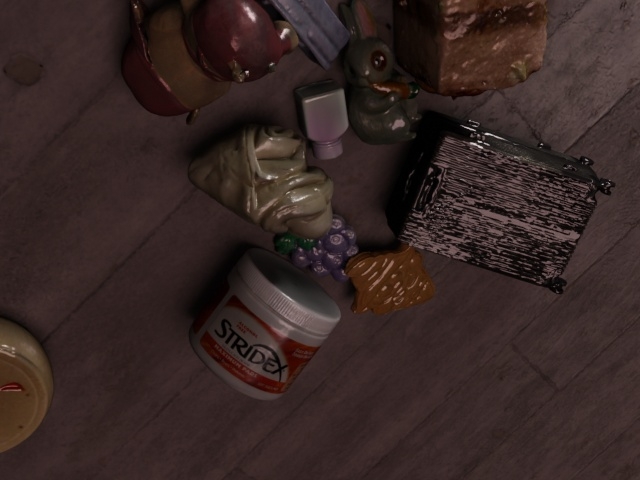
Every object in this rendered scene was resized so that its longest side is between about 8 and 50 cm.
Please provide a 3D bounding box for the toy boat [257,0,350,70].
[{"bbox_3d":[-0.066,-0.371,1.382,0.078,0.127,0.283,-41,123,3],"label":"toy boat"}]

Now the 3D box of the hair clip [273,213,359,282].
[{"bbox_3d":[-0.001,0.000,1.681,0.195,0.052,0.124,28,111,-26],"label":"hair clip"}]

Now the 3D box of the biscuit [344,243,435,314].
[{"bbox_3d":[0.135,0.077,1.756,0.250,0.035,0.162,18,114,-46],"label":"biscuit"}]

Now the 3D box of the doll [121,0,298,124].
[{"bbox_3d":[-0.174,-0.278,1.351,0.256,0.152,0.196,-18,98,34],"label":"doll"}]

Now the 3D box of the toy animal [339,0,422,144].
[{"bbox_3d":[0.078,-0.257,1.522,0.138,0.108,0.236,-19,125,26],"label":"toy animal"}]

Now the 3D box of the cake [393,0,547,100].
[{"bbox_3d":[0.225,-0.339,1.486,0.196,0.198,0.293,-14,124,-18],"label":"cake"}]

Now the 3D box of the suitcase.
[{"bbox_3d":[0.303,-0.070,1.660,0.335,0.152,0.229,17,111,-11],"label":"suitcase"}]

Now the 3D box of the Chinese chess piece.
[{"bbox_3d":[-0.563,0.237,1.544,0.250,0.103,0.249,-9,122,-15],"label":"Chinese chess piece"}]

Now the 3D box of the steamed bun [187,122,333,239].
[{"bbox_3d":[-0.072,-0.107,1.494,0.211,0.218,0.144,3,120,-54],"label":"steamed bun"}]

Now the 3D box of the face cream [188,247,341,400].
[{"bbox_3d":[-0.097,0.143,1.622,0.201,0.201,0.187,29,104,-33],"label":"face cream"}]

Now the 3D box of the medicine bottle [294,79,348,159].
[{"bbox_3d":[0.005,-0.196,1.557,0.074,0.055,0.118,-19,123,-13],"label":"medicine bottle"}]
